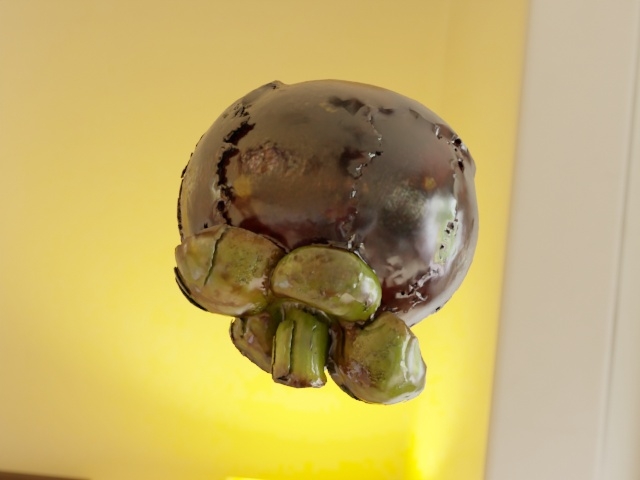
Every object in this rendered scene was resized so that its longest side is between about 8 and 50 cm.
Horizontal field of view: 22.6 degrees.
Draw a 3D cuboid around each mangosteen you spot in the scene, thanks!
[{"bbox_3d":[0.000,0.000,0.861,0.166,0.180,0.166,7,-38,6],"label":"mangosteen"}]
